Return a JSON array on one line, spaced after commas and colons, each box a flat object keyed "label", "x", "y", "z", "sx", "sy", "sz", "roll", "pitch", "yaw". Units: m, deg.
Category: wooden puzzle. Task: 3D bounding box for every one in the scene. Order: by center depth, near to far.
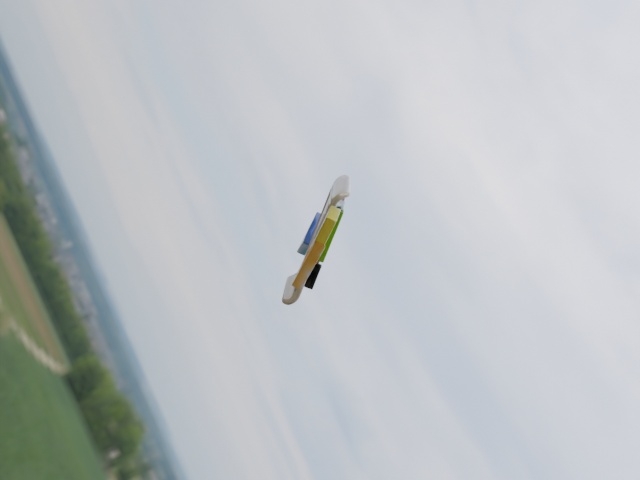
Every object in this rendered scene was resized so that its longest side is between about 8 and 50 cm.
[{"label": "wooden puzzle", "x": 0.000, "y": 0.000, "z": 0.835, "sx": 0.014, "sy": 0.078, "sz": 0.116, "roll": 26, "pitch": 18, "yaw": -4}]
